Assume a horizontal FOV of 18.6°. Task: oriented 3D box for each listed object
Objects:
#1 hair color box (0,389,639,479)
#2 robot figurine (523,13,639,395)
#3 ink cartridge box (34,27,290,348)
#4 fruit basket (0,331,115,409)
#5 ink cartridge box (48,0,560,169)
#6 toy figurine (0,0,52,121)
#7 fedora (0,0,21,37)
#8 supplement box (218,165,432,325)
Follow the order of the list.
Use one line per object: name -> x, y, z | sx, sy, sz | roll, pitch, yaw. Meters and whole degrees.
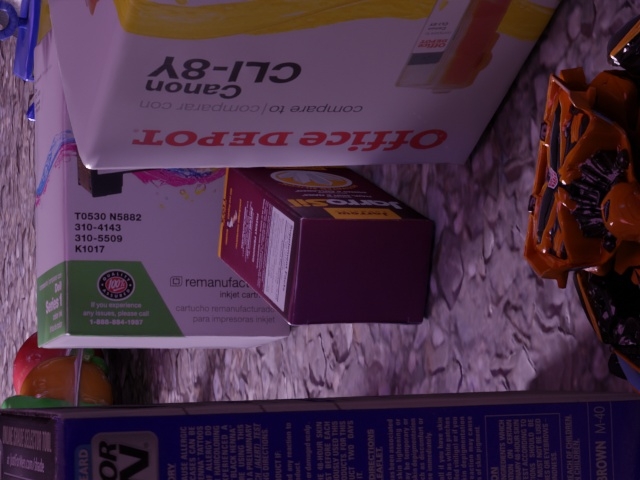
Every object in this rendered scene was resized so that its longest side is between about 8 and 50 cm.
hair color box -> -0.004, 0.141, 1.109 | 0.185, 0.338, 0.110 | 169, 102, -70
robot figurine -> 0.183, -0.010, 0.965 | 0.291, 0.085, 0.211 | -139, 54, -65
ink cartridge box -> -0.140, -0.048, 1.711 | 0.117, 0.201, 0.278 | 155, 115, -68
fruit basket -> -0.290, 0.197, 2.270 | 0.327, 0.165, 0.353 | 114, 166, -47
ink cartridge box -> 0.012, -0.211, 1.175 | 0.385, 0.279, 0.160 | 117, 146, -52
toy figurine -> -0.214, -0.226, 1.873 | 0.191, 0.217, 0.363 | -129, 46, -73
fedora -> -0.288, -0.311, 2.162 | 0.152, 0.334, 0.334 | 60, 180, -34
supplement box -> 0.000, 0.000, 1.457 | 0.188, 0.104, 0.081 | -143, 56, -66
